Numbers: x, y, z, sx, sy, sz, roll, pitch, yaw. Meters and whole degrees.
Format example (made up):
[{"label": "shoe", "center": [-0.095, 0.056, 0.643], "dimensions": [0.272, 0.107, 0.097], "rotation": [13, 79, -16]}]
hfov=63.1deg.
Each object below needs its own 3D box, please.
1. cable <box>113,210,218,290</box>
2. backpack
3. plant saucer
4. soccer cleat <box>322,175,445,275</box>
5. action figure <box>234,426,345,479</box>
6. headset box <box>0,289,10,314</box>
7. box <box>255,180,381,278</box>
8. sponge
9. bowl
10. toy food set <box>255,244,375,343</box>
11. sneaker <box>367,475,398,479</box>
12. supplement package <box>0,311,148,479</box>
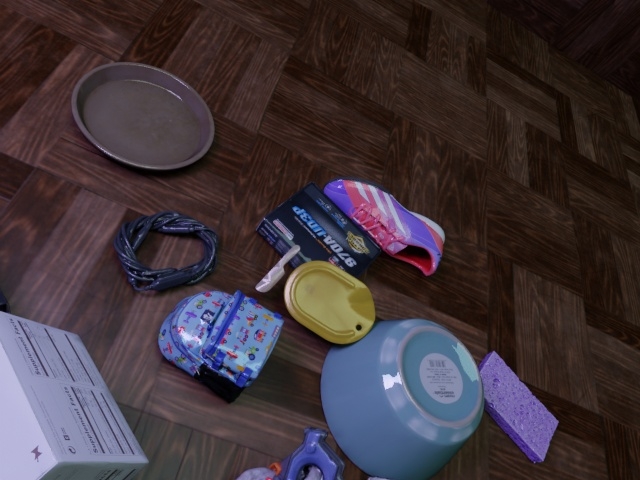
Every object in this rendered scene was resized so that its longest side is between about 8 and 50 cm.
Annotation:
[{"label": "cable", "center": [-0.272, 0.014, 0.942], "dimensions": [0.185, 0.047, 0.150], "rotation": [-20, 67, -35]}, {"label": "backpack", "center": [-0.168, 0.153, 0.860], "dimensions": [0.173, 0.117, 0.158], "rotation": [34, 48, -3]}, {"label": "plant saucer", "center": [-0.355, -0.248, 1.061], "dimensions": [0.278, 0.041, 0.277], "rotation": [15, 54, -21]}, {"label": "soccer cleat", "center": [0.143, -0.034, 1.170], "dimensions": [0.318, 0.108, 0.116], "rotation": [29, 48, -16]}, {"label": "action figure", "center": [0.000, 0.450, 0.749], "dimensions": [0.330, 0.178, 0.341], "rotation": [26, 85, 7]}, {"label": "headset box", "center": [-0.594, 0.041, 0.674], "dimensions": [0.246, 0.131, 0.283], "rotation": [-26, 75, -39]}, {"label": "box", "center": [0.000, 0.000, 1.098], "dimensions": [0.220, 0.051, 0.175], "rotation": [46, 49, 3]}, {"label": "sponge", "center": [0.415, 0.355, 1.122], "dimensions": [0.210, 0.031, 0.117], "rotation": [48, 49, 5]}, {"label": "bowl", "center": [0.172, 0.267, 0.953], "dimensions": [0.312, 0.163, 0.311], "rotation": [15, 54, -21]}, {"label": "toy food set", "center": [0.000, 0.110, 0.995], "dimensions": [0.218, 0.071, 0.128], "rotation": [33, 75, 6]}, {"label": "sneaker", "center": [0.183, 0.493, 0.857], "dimensions": [0.275, 0.107, 0.110], "rotation": [41, 59, 0]}, {"label": "supplement package", "center": [-0.364, 0.242, 0.551], "dimensions": [0.262, 0.145, 0.204], "rotation": [-43, 62, -4]}]
